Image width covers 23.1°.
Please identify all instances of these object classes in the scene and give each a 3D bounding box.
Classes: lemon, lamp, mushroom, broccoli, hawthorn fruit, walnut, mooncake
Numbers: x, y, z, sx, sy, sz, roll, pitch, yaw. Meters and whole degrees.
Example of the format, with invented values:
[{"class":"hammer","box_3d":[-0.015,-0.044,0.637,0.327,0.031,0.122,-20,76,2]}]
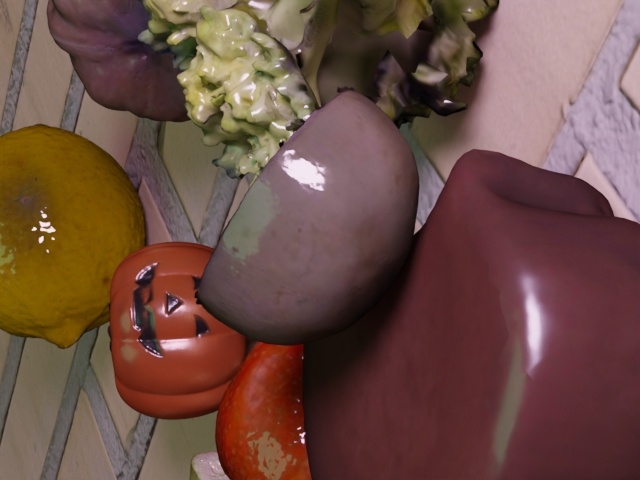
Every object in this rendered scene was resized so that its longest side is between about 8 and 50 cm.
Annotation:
[{"class":"lemon","box_3d":[-0.335,-0.006,1.910,0.267,0.267,0.267,14,106,62]},{"class":"lamp","box_3d":[-0.140,0.093,1.641,0.187,0.163,0.188,178,90,-88]},{"class":"mushroom","box_3d":[0.000,0.000,1.070,0.117,0.141,0.188,48,118,22]},{"class":"broccoli","box_3d":[-0.005,-0.227,1.164,0.348,0.293,0.281,60,174,-12]},{"class":"hawthorn fruit","box_3d":[0.013,0.134,1.324,0.196,0.196,0.226,29,105,58]},{"class":"walnut","box_3d":[-0.145,-0.243,1.526,0.248,0.248,0.248,14,106,62]},{"class":"mooncake","box_3d":[0.117,0.096,1.124,0.334,0.174,0.326,-115,38,-48]}]

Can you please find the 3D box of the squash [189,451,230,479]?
[{"class":"squash","box_3d":[-0.125,0.358,1.732,0.083,0.083,0.250,36,122,56]}]
